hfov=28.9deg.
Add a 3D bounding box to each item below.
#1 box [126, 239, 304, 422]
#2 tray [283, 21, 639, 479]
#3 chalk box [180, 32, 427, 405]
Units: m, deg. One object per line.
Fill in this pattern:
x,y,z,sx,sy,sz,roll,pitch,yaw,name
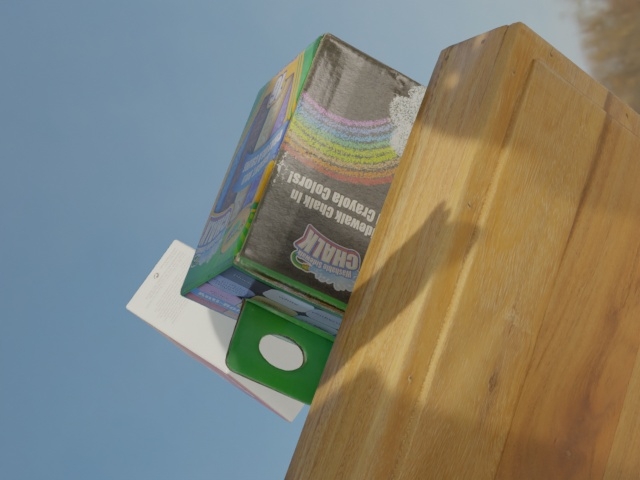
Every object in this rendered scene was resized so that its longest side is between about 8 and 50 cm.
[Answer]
-0.090,0.092,1.273,0.091,0.170,0.130,-54,-43,-10,box
0.095,0.114,0.645,0.203,0.076,0.410,31,-112,-27,tray
0.000,0.000,0.816,0.132,0.132,0.213,26,-108,-15,chalk box
